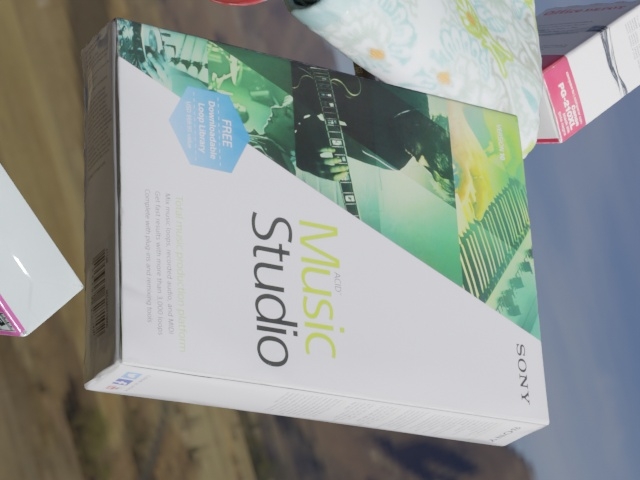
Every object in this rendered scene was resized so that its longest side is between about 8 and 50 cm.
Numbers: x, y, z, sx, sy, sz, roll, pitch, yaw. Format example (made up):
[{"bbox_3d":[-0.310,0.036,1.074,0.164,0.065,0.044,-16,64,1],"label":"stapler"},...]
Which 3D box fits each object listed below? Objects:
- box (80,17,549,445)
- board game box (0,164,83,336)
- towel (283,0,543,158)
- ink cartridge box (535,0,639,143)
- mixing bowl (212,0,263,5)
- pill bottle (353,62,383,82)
[{"bbox_3d":[0.000,0.000,1.232,0.058,0.322,0.232,-32,-125,50],"label":"box"},{"bbox_3d":[-0.419,-0.014,2.037,0.303,0.097,0.224,2,-51,53],"label":"board game box"},{"bbox_3d":[0.088,-0.294,1.776,0.320,0.090,0.374,28,49,-40],"label":"towel"},{"bbox_3d":[0.296,-0.213,2.415,0.172,0.237,0.100,2,-62,46],"label":"ink cartridge box"},{"bbox_3d":[-0.105,-0.313,1.835,0.098,0.181,0.181,-27,103,-63],"label":"mixing bowl"},{"bbox_3d":[0.081,-0.287,2.019,0.130,0.130,0.246,-115,-166,-82],"label":"pill bottle"}]
